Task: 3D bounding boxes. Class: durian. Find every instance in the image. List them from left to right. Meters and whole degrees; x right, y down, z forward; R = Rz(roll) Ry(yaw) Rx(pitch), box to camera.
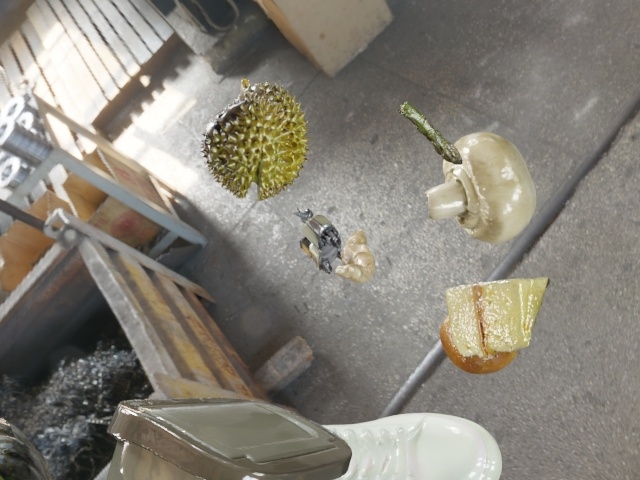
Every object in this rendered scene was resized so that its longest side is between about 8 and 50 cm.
[{"bbox_3d":[-0.132,-0.199,0.974,0.194,0.138,0.237,-25,73,24],"label":"durian"}]

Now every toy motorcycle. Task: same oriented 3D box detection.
[{"bbox_3d":[0.000,0.000,1.530,0.091,0.263,0.157,-40,71,-15],"label":"toy motorcycle"}]

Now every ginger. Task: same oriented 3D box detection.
[{"bbox_3d":[0.073,0.036,1.155,0.075,0.288,0.089,30,106,-5],"label":"ginger"}]

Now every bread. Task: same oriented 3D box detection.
[{"bbox_3d":[0.420,0.184,1.272,0.240,0.136,0.177,-23,68,60],"label":"bread"}]

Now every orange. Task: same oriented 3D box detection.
[{"bbox_3d":[0.533,0.318,1.790,0.265,0.264,0.264,-13,61,25],"label":"orange"}]

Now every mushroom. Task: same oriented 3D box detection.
[{"bbox_3d":[0.348,-0.115,1.233,0.235,0.253,0.260,-18,32,-9],"label":"mushroom"}]

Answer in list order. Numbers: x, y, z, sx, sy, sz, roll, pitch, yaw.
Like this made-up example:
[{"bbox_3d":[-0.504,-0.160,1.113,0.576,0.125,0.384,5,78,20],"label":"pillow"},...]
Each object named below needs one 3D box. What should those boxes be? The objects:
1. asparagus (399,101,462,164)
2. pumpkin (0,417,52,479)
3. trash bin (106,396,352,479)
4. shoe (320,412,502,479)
[{"bbox_3d":[0.210,-0.196,1.011,0.030,0.165,0.036,-55,19,-19],"label":"asparagus"},{"bbox_3d":[-0.521,0.374,0.707,0.324,0.323,0.241,5,101,32],"label":"pumpkin"},{"bbox_3d":[-0.123,0.304,0.568,0.219,0.220,0.249,18,88,37],"label":"trash bin"},{"bbox_3d":[0.036,0.288,0.700,0.363,0.160,0.131,-21,49,24],"label":"shoe"}]
